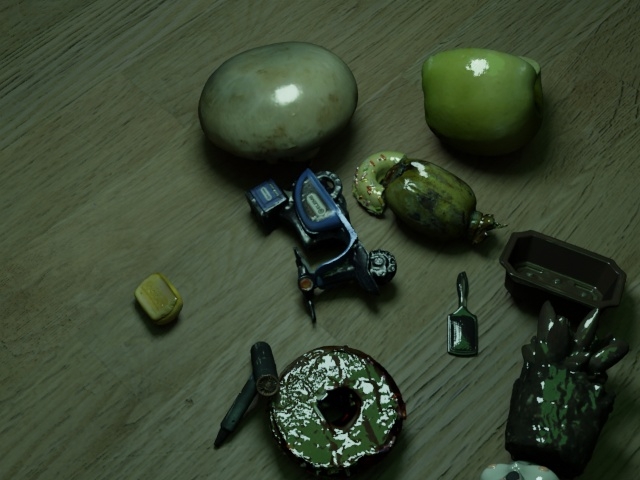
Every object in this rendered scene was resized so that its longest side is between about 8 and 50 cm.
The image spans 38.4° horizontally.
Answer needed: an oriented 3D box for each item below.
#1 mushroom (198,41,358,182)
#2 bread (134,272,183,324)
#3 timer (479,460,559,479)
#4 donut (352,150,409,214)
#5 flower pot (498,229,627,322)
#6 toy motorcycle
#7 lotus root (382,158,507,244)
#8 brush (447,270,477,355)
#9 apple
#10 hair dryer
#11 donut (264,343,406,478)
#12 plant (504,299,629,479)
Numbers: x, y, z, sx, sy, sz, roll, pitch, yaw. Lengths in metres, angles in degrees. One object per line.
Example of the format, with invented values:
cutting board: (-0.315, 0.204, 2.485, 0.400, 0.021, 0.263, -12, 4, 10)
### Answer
mushroom: (-0.089, -0.283, 2.066, 0.362, 0.295, 0.362, -10, 29, 6)
bread: (-0.331, 0.124, 1.908, 0.082, 0.056, 0.115, -46, 54, -5)
timer: (0.330, 0.503, 1.579, 0.290, 0.291, 0.315, 18, 36, 11)
donut: (0.129, -0.144, 2.069, 0.108, 0.065, 0.166, 25, 61, 16)
flower pot: (0.490, 0.085, 1.897, 0.250, 0.084, 0.179, 21, 40, 14)
toy motorcycle: (0.000, 0.000, 1.955, 0.212, 0.125, 0.359, -31, 60, -8)
lotus root: (0.261, -0.072, 1.980, 0.278, 0.154, 0.154, 28, 61, -2)
brush: (0.295, 0.150, 1.913, 0.062, 0.016, 0.194, 4, 58, 1)
apple: (0.363, -0.305, 2.062, 0.257, 0.295, 0.234, -3, 94, 19)
hair dryer: (-0.151, 0.305, 1.790, 0.050, 0.173, 0.195, 34, 99, -14)
donut: (0.030, 0.329, 1.754, 0.269, 0.103, 0.270, 0, 60, 1)
plant: (0.461, 0.279, 1.749, 0.181, 0.194, 0.321, 26, 65, 1)
